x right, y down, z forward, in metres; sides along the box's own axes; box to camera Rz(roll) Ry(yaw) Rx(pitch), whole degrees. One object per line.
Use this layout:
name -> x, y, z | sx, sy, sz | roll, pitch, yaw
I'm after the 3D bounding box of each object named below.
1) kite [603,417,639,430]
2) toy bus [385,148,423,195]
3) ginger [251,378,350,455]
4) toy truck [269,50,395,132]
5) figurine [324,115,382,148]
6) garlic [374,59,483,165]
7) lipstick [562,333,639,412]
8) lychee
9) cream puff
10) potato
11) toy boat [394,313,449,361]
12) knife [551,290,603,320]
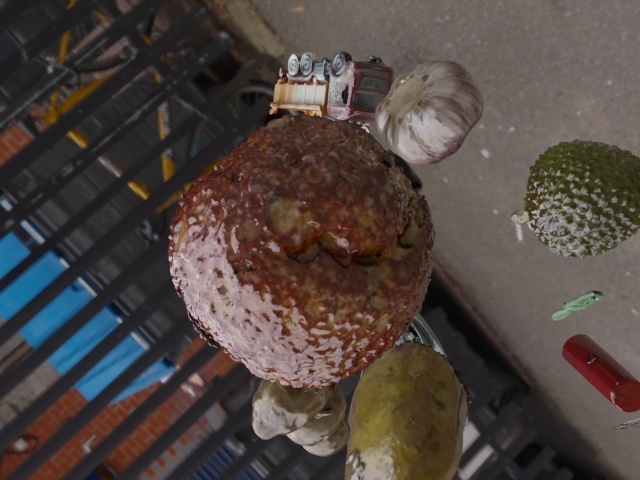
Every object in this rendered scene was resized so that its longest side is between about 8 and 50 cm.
kite -> 0.635, 0.355, 1.493 | 0.183, 0.160, 0.010 | 34, -136, -57
toy bus -> 0.074, -0.077, 1.649 | 0.128, 0.302, 0.147 | 54, 167, 21
ginger -> -0.017, 0.206, 0.917 | 0.080, 0.104, 0.204 | 40, 174, 31
toy truck -> 0.017, -0.270, 1.386 | 0.270, 0.114, 0.135 | 18, 105, 55
figurine -> 0.000, -0.001, 1.217 | 0.203, 0.381, 0.248 | 16, -174, 2
garlic -> 0.147, -0.167, 1.009 | 0.102, 0.147, 0.159 | 25, 166, -33
lipstick -> 0.553, 0.255, 1.500 | 0.073, 0.073, 0.280 | 48, -174, -8
lychee -> 0.577, -0.093, 1.679 | 0.319, 0.270, 0.270 | 27, 158, 42
cream puff -> -0.005, 0.005, 0.654 | 0.240, 0.240, 0.164 | 47, 148, -4
potato -> 0.134, 0.339, 1.257 | 0.229, 0.266, 0.229 | 9, 122, 15
toy boat -> 0.184, 0.233, 1.648 | 0.320, 0.141, 0.092 | 52, -158, -9
knife -> 0.507, 0.133, 1.528 | 0.043, 0.020, 0.293 | 7, 166, 1
